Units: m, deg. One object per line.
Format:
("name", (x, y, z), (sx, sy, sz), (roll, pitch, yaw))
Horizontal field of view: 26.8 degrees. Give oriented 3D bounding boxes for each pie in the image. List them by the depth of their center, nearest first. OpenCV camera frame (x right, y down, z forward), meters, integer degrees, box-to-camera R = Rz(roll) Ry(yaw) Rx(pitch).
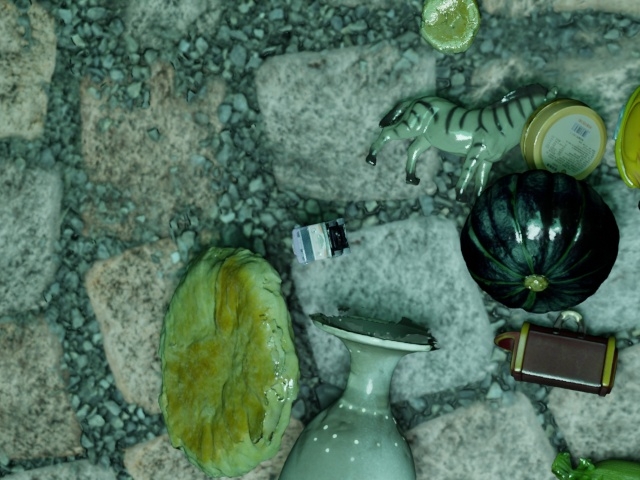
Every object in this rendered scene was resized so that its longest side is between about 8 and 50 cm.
("pie", (-0.115, 0.153, 1.694), (0.306, 0.071, 0.306), (5, 96, 51))
("pie", (0.165, -0.278, 1.698), (0.084, 0.020, 0.084), (1, 95, 13))

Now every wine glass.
("wine glass", (0.042, 0.267, 1.669), (0.190, 0.190, 0.357), (13, 97, 11))

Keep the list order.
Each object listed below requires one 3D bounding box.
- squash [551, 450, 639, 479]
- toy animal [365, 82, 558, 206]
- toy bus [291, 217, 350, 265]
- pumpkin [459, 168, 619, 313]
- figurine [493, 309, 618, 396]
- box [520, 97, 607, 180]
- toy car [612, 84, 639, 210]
("squash", (0.456, 0.355, 1.633), (0.378, 0.101, 0.101), (26, 98, 10))
("toy animal", (0.181, -0.137, 1.679), (0.217, 0.073, 0.176), (20, 91, 15))
("toy bus", (0.000, 0.000, 1.706), (0.058, 0.102, 0.052), (-12, 91, 15))
("pumpkin", (0.266, 0.003, 1.618), (0.194, 0.194, 0.150), (22, 68, 10))
("figurine", (0.293, 0.133, 1.670), (0.154, 0.082, 0.098), (11, 82, 12))
("box", (0.298, -0.121, 1.643), (0.105, 0.037, 0.105), (-8, 114, -18))
("toy car", (0.471, -0.108, 1.580), (0.248, 0.142, 0.200), (12, 95, 9))
